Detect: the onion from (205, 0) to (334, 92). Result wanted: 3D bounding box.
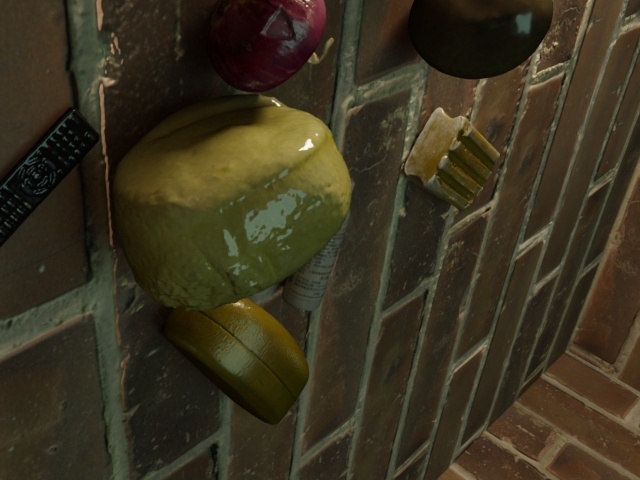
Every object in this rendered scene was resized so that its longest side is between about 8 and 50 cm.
[{"bbox_3d":[-0.071,-0.278,1.003,0.177,0.177,0.153,-43,120,-25],"label":"onion"}]

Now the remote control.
[{"bbox_3d":[-0.365,-0.058,0.914,0.245,0.025,0.063,-51,147,-13],"label":"remote control"}]

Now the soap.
[{"bbox_3d":[0.301,-0.174,1.704,0.274,0.089,0.173,22,96,-59],"label":"soap"}]

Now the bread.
[{"bbox_3d":[-0.116,-0.046,1.016,0.320,0.321,0.237,-41,128,-27],"label":"bread"}]

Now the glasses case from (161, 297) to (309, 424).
[{"bbox_3d":[-0.126,0.204,1.337,0.141,0.173,0.371,-53,149,-17],"label":"glasses case"}]

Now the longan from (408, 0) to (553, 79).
[{"bbox_3d":[0.287,-0.397,1.349,0.246,0.246,0.215,-47,116,-19],"label":"longan"}]

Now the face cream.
[{"bbox_3d":[0.000,0.000,1.431,0.082,0.082,0.268,-8,123,-52],"label":"face cream"}]
